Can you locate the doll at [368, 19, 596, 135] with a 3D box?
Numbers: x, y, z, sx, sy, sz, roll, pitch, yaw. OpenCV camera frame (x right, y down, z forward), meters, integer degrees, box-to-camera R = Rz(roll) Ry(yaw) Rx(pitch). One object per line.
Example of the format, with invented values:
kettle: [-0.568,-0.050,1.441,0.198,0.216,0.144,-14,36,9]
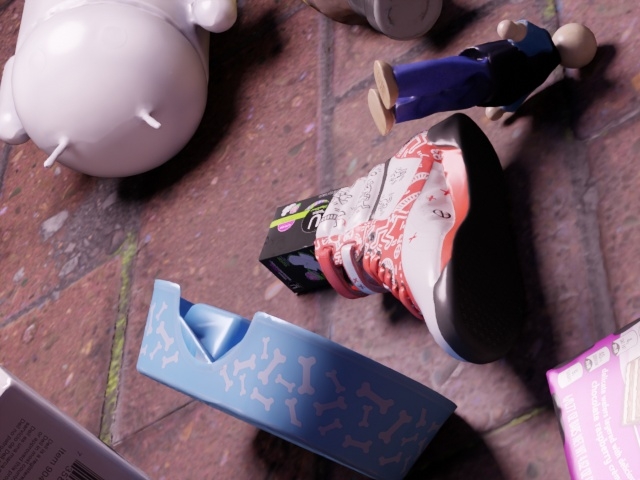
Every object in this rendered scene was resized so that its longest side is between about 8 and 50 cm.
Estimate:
doll: [0.136,-0.137,1.356,0.189,0.129,0.046,-14,61,-13]

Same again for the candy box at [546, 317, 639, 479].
candy box: [0.257,0.092,1.002,0.233,0.071,0.159,-33,33,20]

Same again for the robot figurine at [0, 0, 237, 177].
robot figurine: [-0.216,-0.204,1.780,0.300,0.200,0.353,-28,35,21]

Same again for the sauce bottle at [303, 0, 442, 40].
sauce bottle: [0.020,-0.275,1.668,0.111,0.111,0.344,-46,33,1]

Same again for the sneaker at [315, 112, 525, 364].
sneaker: [0.070,0.023,1.291,0.145,0.090,0.270,-32,31,25]

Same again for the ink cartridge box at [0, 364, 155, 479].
ink cartridge box: [-0.196,0.235,1.196,0.198,0.273,0.115,-52,29,-8]

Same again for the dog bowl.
dog bowl: [-0.030,0.106,1.257,0.297,0.166,0.074,15,78,55]

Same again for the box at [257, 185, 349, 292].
box: [0.000,0.000,1.434,0.083,0.052,0.062,-16,42,39]
